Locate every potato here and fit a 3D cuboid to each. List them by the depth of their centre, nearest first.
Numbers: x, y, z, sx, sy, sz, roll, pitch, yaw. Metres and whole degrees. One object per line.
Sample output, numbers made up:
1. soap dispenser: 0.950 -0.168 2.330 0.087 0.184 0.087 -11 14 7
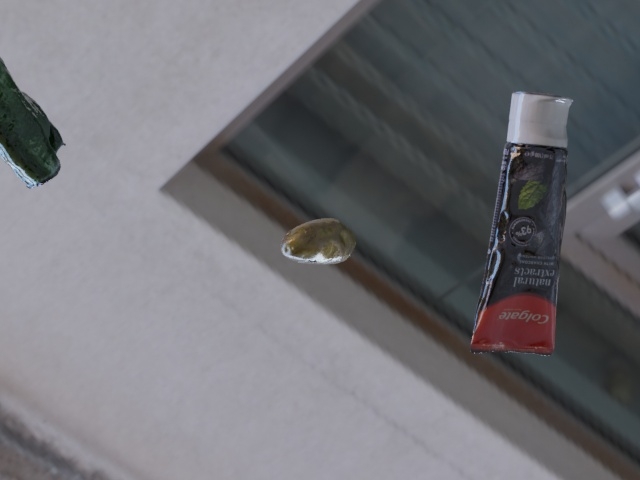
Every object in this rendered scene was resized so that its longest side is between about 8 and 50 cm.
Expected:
1. potato: 0.000 0.000 1.399 0.092 0.045 0.046 3 -89 -46

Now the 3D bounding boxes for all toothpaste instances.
1. toothpaste: 0.154 -0.010 1.067 0.071 0.045 0.193 6 -86 -23

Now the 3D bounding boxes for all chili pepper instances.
1. chili pepper: -0.444 -0.193 1.893 0.270 0.099 0.136 54 -160 -24
